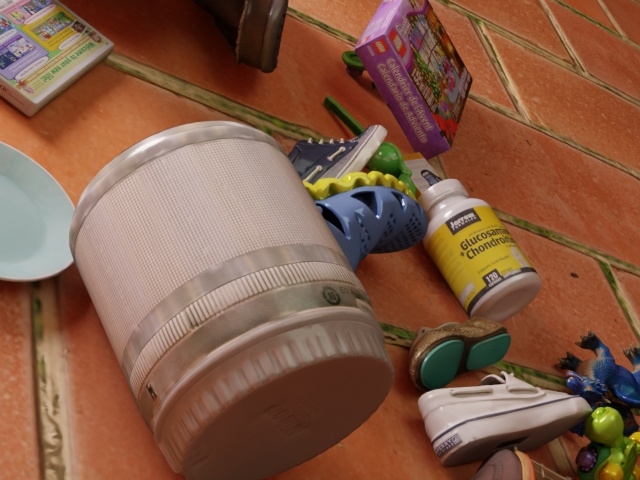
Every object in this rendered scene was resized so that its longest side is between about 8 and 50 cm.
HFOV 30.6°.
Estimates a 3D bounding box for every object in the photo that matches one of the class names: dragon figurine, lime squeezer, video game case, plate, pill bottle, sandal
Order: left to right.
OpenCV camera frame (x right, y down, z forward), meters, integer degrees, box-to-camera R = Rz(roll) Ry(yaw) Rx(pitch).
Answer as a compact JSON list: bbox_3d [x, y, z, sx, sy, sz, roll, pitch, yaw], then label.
[{"bbox_3d":[-0.309,-0.029,1.076,0.188,0.024,0.188,29,32,-20],"label":"plate"},{"bbox_3d":[-0.350,-0.238,1.302,0.193,0.023,0.212,38,29,-6],"label":"video game case"},{"bbox_3d":[0.000,0.000,1.308,0.317,0.126,0.138,-2,54,-39],"label":"sandal"},{"bbox_3d":[0.068,-0.087,1.570,0.110,0.059,0.310,-1,42,-5],"label":"lime squeezer"},{"bbox_3d":[0.197,0.012,1.516,0.103,0.103,0.184,3,47,-47],"label":"pill bottle"},{"bbox_3d":[0.394,0.205,1.508,0.289,0.085,0.144,21,36,-30],"label":"dragon figurine"}]

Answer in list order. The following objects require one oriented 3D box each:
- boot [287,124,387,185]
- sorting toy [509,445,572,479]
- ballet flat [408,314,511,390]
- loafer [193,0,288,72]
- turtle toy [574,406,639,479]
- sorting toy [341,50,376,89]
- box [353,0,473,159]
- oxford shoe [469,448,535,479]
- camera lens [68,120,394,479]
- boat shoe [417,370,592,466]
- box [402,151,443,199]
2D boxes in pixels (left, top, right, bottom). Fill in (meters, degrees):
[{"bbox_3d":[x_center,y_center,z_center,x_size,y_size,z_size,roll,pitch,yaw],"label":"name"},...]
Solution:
[{"bbox_3d":[0.013,-0.108,1.473,0.086,0.069,0.190,37,44,1],"label":"boot"},{"bbox_3d":[0.230,0.279,1.274,0.083,0.045,0.075,31,39,-18],"label":"sorting toy"},{"bbox_3d":[0.145,0.128,1.364,0.067,0.073,0.206,26,17,33],"label":"ballet flat"},{"bbox_3d":[-0.132,-0.342,1.609,0.130,0.134,0.366,1,34,-17],"label":"loafer"},{"bbox_3d":[0.331,0.251,1.355,0.066,0.130,0.095,24,37,31],"label":"turtle toy"},{"bbox_3d":[0.074,-0.263,1.807,0.102,0.042,0.061,-13,43,-41],"label":"sorting toy"},{"bbox_3d":[0.151,-0.269,1.808,0.201,0.057,0.293,57,26,-18],"label":"box"},{"bbox_3d":[0.132,0.263,1.132,0.098,0.097,0.271,39,30,8],"label":"oxford shoe"},{"bbox_3d":[-0.083,0.048,1.035,0.219,0.219,0.274,5,46,-45],"label":"camera lens"},{"bbox_3d":[0.211,0.187,1.315,0.258,0.095,0.084,3,51,-48],"label":"boat shoe"},{"bbox_3d":[0.153,-0.064,1.643,0.081,0.028,0.136,-12,61,-54],"label":"box"}]
